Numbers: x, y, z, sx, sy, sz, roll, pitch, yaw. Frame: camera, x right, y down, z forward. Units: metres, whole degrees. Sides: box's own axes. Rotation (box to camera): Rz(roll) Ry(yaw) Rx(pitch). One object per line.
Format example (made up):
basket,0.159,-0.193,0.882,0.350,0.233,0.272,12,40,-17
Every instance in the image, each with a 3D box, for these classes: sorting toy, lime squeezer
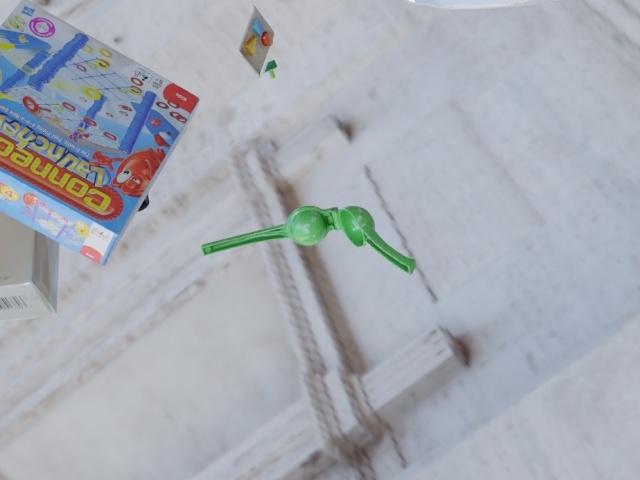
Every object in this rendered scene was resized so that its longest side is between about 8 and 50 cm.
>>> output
sorting toy,-0.063,-0.212,1.226,0.012,0.062,0.083,8,164,24
lime squeezer,0.000,0.000,1.429,0.110,0.310,0.059,-63,-36,-33

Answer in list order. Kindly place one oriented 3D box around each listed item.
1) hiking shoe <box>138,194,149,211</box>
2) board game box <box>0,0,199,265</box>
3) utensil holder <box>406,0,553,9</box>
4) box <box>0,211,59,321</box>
hiking shoe,-0.356,-0.077,1.979,0.114,0.086,0.227,47,163,21
board game box,-0.374,-0.162,1.609,0.308,0.086,0.302,29,-130,-7
utensil holder,0.221,-0.498,1.287,0.327,0.328,0.385,-104,2,-65
box,-0.512,-0.031,1.830,0.121,0.148,0.311,77,-174,-60
